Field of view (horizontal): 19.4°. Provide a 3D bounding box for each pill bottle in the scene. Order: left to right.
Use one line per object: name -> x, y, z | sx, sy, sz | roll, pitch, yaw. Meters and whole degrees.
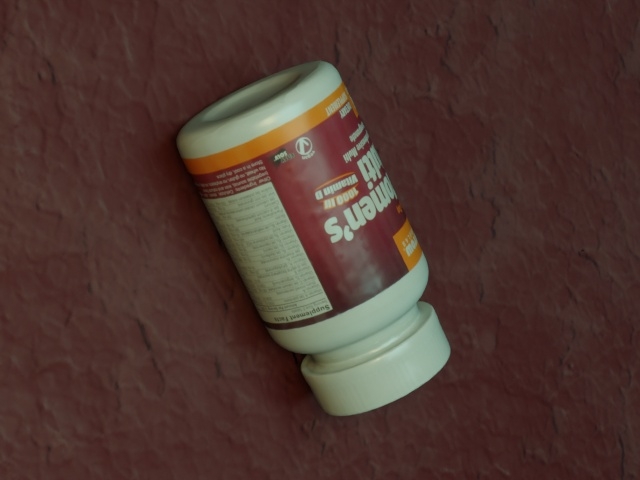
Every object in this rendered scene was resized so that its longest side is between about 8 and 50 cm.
pill bottle -> 0.000, 0.000, 1.274 | 0.121, 0.121, 0.221 | -37, 108, -37
